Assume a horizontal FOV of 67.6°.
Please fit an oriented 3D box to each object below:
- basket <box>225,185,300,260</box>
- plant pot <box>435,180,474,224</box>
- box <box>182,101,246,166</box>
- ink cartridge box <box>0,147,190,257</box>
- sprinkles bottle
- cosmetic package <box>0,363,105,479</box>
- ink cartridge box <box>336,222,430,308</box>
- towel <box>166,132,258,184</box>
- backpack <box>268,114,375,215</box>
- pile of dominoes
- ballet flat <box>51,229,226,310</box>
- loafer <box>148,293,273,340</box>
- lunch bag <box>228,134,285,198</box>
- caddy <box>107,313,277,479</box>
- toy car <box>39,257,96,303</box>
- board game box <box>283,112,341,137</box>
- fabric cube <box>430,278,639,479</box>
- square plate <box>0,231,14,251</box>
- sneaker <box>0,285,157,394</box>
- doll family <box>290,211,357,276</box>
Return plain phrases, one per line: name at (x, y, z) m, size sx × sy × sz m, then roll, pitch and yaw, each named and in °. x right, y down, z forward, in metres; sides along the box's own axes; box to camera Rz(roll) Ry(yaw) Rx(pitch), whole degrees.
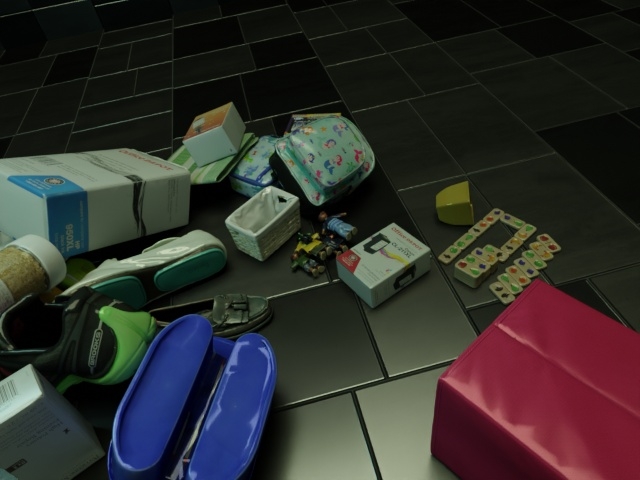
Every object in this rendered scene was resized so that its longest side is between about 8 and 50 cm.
basket at (-0.138, -0.042, 1.211) m, size 0.113 × 0.103 × 0.167 m, roll 25°, pitch 54°, yaw 31°
plant pot at (0.333, -0.088, 1.192) m, size 0.084 × 0.081 × 0.081 m, roll -8°, pitch 42°, yaw 20°
box at (-0.303, -0.308, 1.383) m, size 0.130 × 0.091 × 0.170 m, roll -18°, pitch 35°, yaw 14°
ink cartridge box at (-0.574, -0.113, 1.216) m, size 0.286 × 0.166 × 0.395 m, roll 22°, pitch 26°, yaw 29°
sprinkles bottle at (-0.635, 0.119, 0.860) m, size 0.122 × 0.121 × 0.355 m, roll 7°, pitch 30°, yaw 17°
cosmetic package at (-0.471, 0.323, 0.799) m, size 0.117 × 0.231 × 0.086 m, roll -34°, pitch 48°, yaw -22°
ink cartridge box at (0.143, 0.052, 1.083) m, size 0.175 × 0.072 × 0.127 m, roll -31°, pitch 47°, yaw -20°
towel at (-0.367, -0.231, 1.439) m, size 0.325 × 0.038 × 0.247 m, roll -2°, pitch 41°, yaw 32°
backpack at (0.017, -0.217, 1.285) m, size 0.254 × 0.191 × 0.225 m, roll -30°, pitch 84°, yaw -29°
pile of dominoes at (0.413, 0.018, 1.092) m, size 0.251 × 0.040 × 0.196 m, roll -36°, pitch 49°, yaw -25°
ballet flat at (-0.419, 0.078, 1.114) m, size 0.401 × 0.139 × 0.139 m, roll -23°, pitch 44°, yaw -24°
loafer at (-0.239, 0.164, 1.028) m, size 0.268 × 0.084 × 0.096 m, roll -13°, pitch 43°, yaw -3°
lunch bag at (-0.149, -0.216, 1.408) m, size 0.176 × 0.090 × 0.219 m, roll 25°, pitch 55°, yaw 28°
caddy at (-0.210, 0.299, 0.822) m, size 0.242 × 0.179 × 0.341 m, roll 20°, pitch 46°, yaw -4°
toy car at (-0.607, 0.123, 1.118) m, size 0.136 × 0.159 × 0.181 m, roll -25°, pitch 29°, yaw 42°
board game box at (-0.023, -0.360, 1.562) m, size 0.171 × 0.048 × 0.141 m, roll 1°, pitch 43°, yaw 13°
fabric cube at (0.345, 0.262, 0.695) m, size 0.259 × 0.254 × 0.258 m, roll -36°, pitch 49°, yaw -25°
square plate at (-0.919, 0.083, 1.184) m, size 0.347 × 0.049 × 0.344 m, roll -34°, pitch 29°, yaw -23°
sneaker at (-0.520, 0.192, 0.902) m, size 0.483 × 0.202 × 0.185 m, roll -24°, pitch 33°, yaw 25°
doll family at (0.000, 0.000, 1.169) m, size 0.193 × 0.075 × 0.111 m, roll -33°, pitch 44°, yaw -29°
